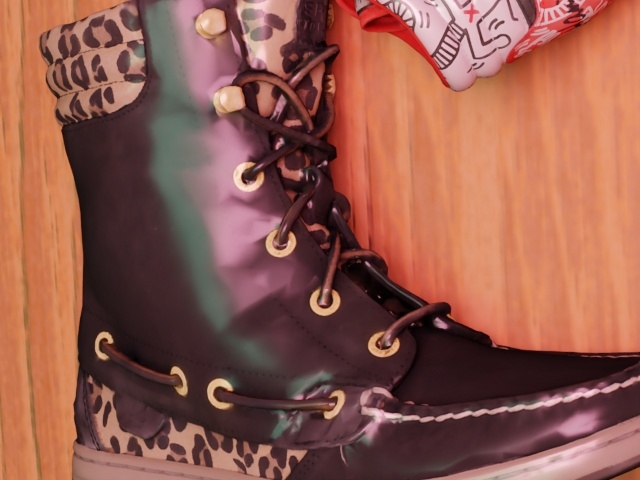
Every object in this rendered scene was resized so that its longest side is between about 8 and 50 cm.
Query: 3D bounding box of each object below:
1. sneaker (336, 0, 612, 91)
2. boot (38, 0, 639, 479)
[{"bbox_3d":[0.036,-0.202,0.871,0.145,0.090,0.270,-37,78,4],"label":"sneaker"},{"bbox_3d":[0.000,0.000,0.927,0.377,0.138,0.284,-7,93,39],"label":"boot"}]
